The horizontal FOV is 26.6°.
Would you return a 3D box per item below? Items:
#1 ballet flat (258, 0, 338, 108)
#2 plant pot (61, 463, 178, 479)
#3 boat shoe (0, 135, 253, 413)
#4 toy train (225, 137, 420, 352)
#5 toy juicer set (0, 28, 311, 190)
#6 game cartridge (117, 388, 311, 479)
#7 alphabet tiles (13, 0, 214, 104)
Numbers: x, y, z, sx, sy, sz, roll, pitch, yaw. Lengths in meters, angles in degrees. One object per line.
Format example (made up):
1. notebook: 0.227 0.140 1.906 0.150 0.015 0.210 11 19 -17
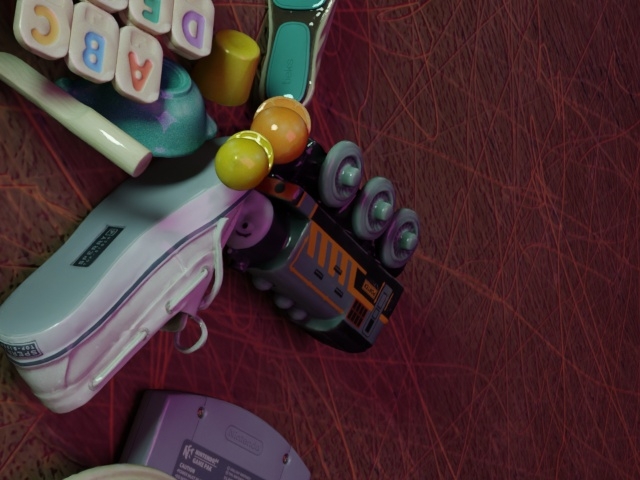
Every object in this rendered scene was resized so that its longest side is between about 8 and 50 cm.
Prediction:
1. ballet flat: -0.022 -0.256 1.594 0.086 0.086 0.248 25 76 -52
2. plant pot: -0.136 0.419 1.278 0.334 0.305 0.333 -17 114 -41
3. boat shoe: -0.165 0.043 1.375 0.367 0.136 0.156 -51 133 -41
4. toy train: 0.000 0.000 1.590 0.190 0.142 0.334 -64 146 -12
5. toy juicer set: -0.153 -0.109 1.340 0.329 0.209 0.089 -13 143 -44
6. game cartridge: -0.125 0.285 1.539 0.297 0.062 0.198 39 59 -48
7. alphabet tiles: -0.198 -0.280 1.257 0.284 0.021 0.278 24 64 -47
